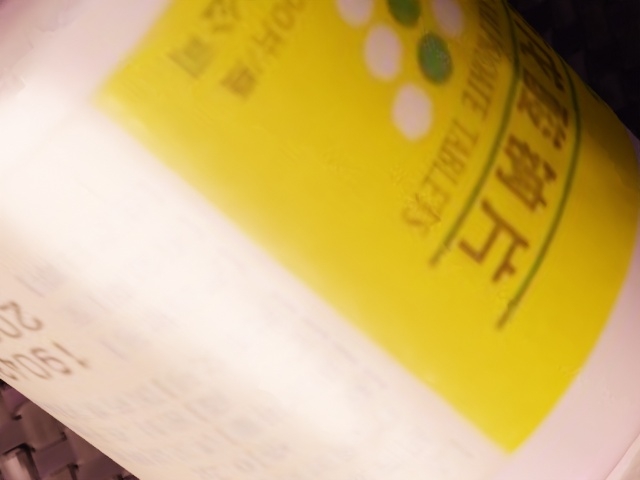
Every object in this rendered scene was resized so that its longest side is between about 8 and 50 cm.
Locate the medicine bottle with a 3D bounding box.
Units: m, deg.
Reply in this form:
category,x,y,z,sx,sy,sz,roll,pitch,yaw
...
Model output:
category,x,y,z,sx,sy,sz,roll,pitch,yaw
medicine bottle,0.000,0.000,0.693,0.379,0.213,0.213,41,82,-32
